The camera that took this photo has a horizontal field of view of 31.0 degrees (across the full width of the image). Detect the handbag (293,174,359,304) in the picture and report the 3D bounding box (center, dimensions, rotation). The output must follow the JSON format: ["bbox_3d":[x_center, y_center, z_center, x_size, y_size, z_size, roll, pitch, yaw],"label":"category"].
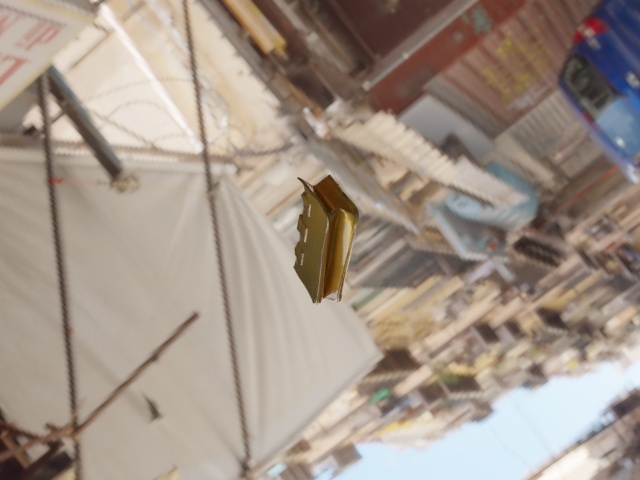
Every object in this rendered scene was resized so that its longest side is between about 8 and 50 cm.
[{"bbox_3d":[0.000,0.000,0.849,0.027,0.083,0.061,-6,-145,-23],"label":"handbag"}]
